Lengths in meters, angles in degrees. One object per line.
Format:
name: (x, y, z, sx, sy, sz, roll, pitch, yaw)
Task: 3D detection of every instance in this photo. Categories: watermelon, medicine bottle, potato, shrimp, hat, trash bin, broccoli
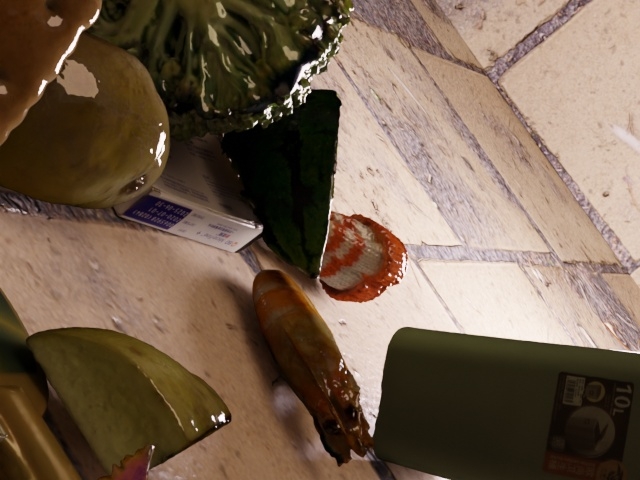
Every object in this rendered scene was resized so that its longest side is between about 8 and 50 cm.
watermelon: (-0.025, -0.075, 1.589, 0.301, 0.123, 0.129, -95, 169, -61)
medicine bottle: (-0.148, -0.081, 1.523, 0.201, 0.052, 0.171, 18, 38, -60)
potato: (-0.126, 0.095, 1.131, 0.120, 0.081, 0.149, 59, 6, 2)
shrimp: (-0.002, 0.119, 1.485, 0.150, 0.068, 0.249, 47, 13, -33)
potato: (-0.210, -0.102, 1.285, 0.154, 0.137, 0.200, 25, 2, 32)
hat: (0.000, 0.000, 1.678, 0.162, 0.094, 0.112, 30, 1, -36)
trash bin: (0.246, 0.183, 1.529, 0.223, 0.343, 0.158, 19, 78, -60)
broccoli: (-0.096, -0.210, 1.500, 0.273, 0.242, 0.180, 63, 1, 18)

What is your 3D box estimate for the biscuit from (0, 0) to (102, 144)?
biscuit: (-0.309, -0.191, 1.089, 0.325, 0.217, 0.044, 47, -17, -32)

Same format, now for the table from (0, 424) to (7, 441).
table: (-0.234, 0.103, 0.894, 0.079, 0.083, 0.062, 57, 18, 14)

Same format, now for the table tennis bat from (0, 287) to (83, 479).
table tennis bat: (-0.223, 0.087, 1.032, 0.321, 0.050, 0.198, 54, 11, 17)

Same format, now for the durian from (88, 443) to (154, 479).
durian: (-0.133, 0.257, 0.790, 0.260, 0.153, 0.187, -91, 162, -71)
